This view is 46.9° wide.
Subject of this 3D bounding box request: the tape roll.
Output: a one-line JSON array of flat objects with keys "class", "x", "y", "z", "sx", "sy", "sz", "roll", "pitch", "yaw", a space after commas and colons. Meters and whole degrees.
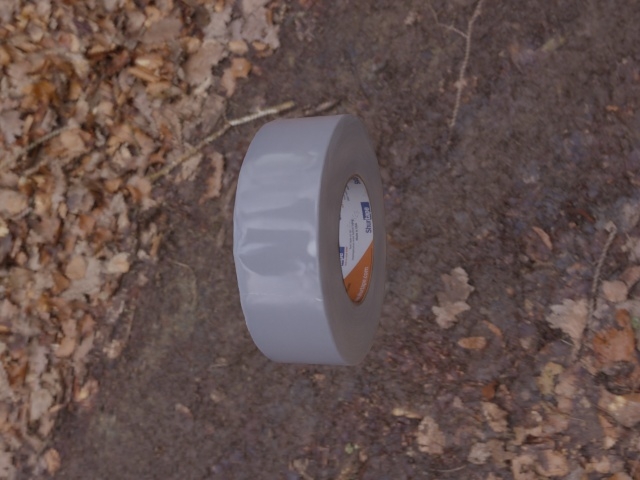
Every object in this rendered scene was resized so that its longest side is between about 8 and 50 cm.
[{"class": "tape roll", "x": 0.000, "y": 0.000, "z": 0.656, "sx": 0.072, "sy": 0.219, "sz": 0.219, "roll": -1, "pitch": 76, "yaw": 19}]
